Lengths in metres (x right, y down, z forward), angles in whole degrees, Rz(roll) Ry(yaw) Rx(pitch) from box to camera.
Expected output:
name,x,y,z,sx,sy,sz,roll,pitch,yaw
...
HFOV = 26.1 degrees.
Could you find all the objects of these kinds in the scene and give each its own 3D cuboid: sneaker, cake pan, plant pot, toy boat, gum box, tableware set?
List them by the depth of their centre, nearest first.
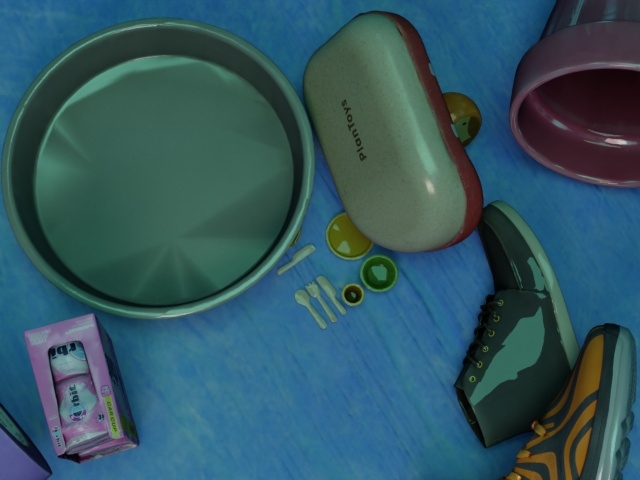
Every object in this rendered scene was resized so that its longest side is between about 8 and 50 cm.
name,x,y,z,sx,sy,sz,roll,pitch,yaw
gum box,-0.206,0.133,1.206,0.062,0.188,0.107,-16,80,-7
sneaker,0.168,0.215,1.218,0.180,0.124,0.321,14,86,18
sneaker,0.167,0.078,1.293,0.118,0.083,0.222,-20,82,-7
cake pan,-0.151,-0.065,1.303,0.293,0.054,0.293,0,76,2
plant pot,0.289,-0.177,1.304,0.201,0.201,0.180,14,63,-1
toy boat,0.092,-0.104,1.311,0.151,0.151,0.231,-13,78,-36
tableware set,0.000,0.000,1.328,0.104,0.024,0.154,-34,83,-9

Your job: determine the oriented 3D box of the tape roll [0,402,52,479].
name,x,y,z,sx,sy,sz,roll,pitch,yaw
tape roll,-0.324,0.158,1.194,0.080,0.189,0.189,-41,84,-10
